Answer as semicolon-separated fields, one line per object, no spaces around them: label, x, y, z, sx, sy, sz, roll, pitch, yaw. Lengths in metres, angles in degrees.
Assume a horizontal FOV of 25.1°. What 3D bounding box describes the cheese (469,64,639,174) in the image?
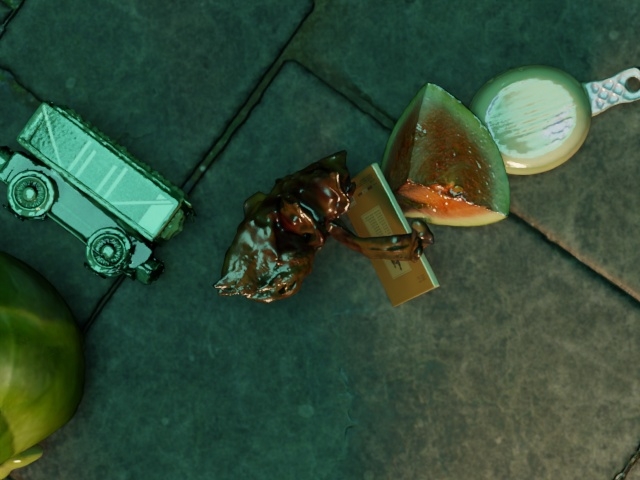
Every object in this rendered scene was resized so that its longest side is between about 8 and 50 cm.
cheese;0.304;-0.167;1.819;0.227;0.064;0.137;-19;91;5

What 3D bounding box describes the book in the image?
book;0.082;-0.005;1.813;0.012;0.118;0.172;-26;87;-27

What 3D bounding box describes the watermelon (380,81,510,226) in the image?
watermelon;0.161;-0.084;1.800;0.145;0.137;0.193;16;120;-11

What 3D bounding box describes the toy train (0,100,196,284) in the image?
toy train;-0.295;-0.056;1.844;0.269;0.115;0.154;36;84;4

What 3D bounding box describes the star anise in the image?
star anise;-0.003;-0.009;1.750;0.346;0.237;0.148;-5;127;40

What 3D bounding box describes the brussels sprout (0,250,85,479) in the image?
brussels sprout;-0.484;0.167;1.775;0.371;0.315;0.276;-33;64;9
